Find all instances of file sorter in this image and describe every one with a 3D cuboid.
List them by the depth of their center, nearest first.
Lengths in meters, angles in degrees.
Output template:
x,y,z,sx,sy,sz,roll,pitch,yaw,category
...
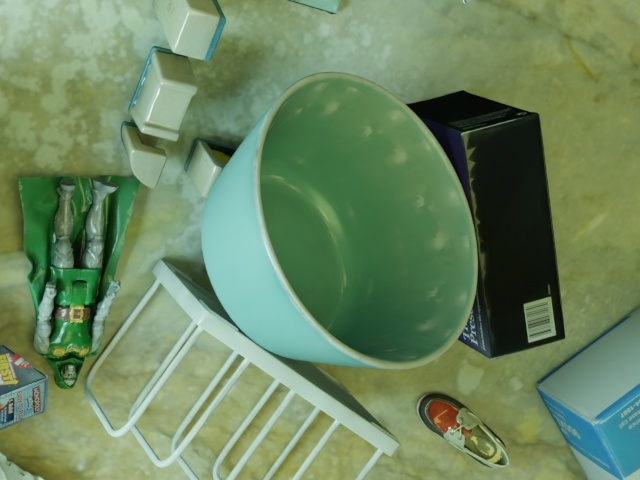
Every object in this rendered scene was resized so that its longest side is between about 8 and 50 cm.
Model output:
x,y,z,sx,sy,sz,roll,pitch,yaw,category
-0.095,0.185,1.896,0.277,0.193,0.173,37,90,-25,file sorter

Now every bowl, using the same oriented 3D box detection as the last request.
x,y,z,sx,sy,sz,roll,pitch,yaw,category
0.000,0.000,1.790,0.311,0.163,0.311,19,60,-38,bowl

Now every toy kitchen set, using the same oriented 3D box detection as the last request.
x,y,z,sx,sy,sz,roll,pitch,yaw,category
-0.113,-0.162,1.866,0.166,0.122,0.207,13,117,-24,toy kitchen set

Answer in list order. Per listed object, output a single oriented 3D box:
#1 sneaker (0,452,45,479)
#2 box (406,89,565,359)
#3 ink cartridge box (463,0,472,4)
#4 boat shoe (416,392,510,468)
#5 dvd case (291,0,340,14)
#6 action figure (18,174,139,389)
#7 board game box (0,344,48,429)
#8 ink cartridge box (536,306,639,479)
x,y,z,sx,sy,sz,roll,pitch,yaw,category
-0.353,0.281,1.875,0.129,0.111,0.297,-36,116,-30,sneaker
0.176,-0.021,1.959,0.103,0.184,0.261,-14,107,-17,box
0.178,-0.373,1.893,0.208,0.045,0.206,-26,90,-30,ink cartridge box
0.173,0.229,2.094,0.137,0.043,0.049,40,88,-23,boat shoe
-0.024,-0.304,1.905,0.119,0.013,0.087,14,97,-23,dvd case
-0.263,0.048,1.868,0.137,0.063,0.232,0,106,-25,action figure
-0.386,0.138,1.784,0.194,0.194,0.060,-9,139,-20,board game box
0.491,0.270,2.164,0.285,0.166,0.395,-35,112,-11,ink cartridge box
